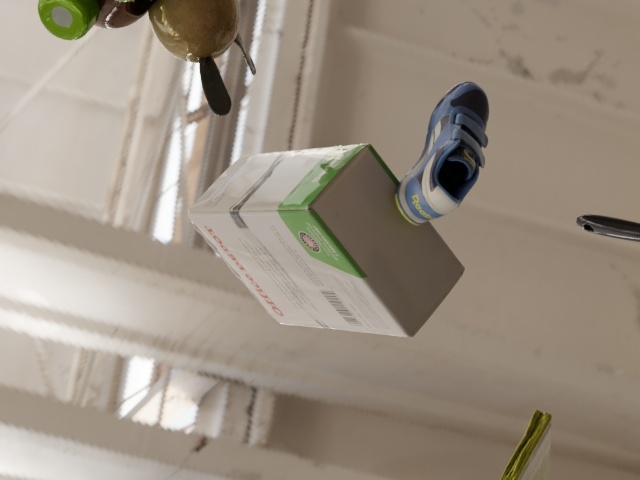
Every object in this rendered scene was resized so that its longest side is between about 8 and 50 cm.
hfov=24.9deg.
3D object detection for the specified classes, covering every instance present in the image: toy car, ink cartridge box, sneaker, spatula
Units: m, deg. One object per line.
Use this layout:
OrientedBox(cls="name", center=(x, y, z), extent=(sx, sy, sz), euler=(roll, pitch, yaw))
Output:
OrientedBox(cls="toy car", center=(-0.134, -0.206, 1.333), extent=(0.188, 0.149, 0.155), euler=(50, -141, -18))
OrientedBox(cls="ink cartridge box", center=(0.000, 0.000, 1.336), extent=(0.092, 0.219, 0.160), euler=(-49, -65, -22))
OrientedBox(cls="sneaker", center=(0.118, -0.077, 1.249), extent=(0.053, 0.059, 0.144), euler=(36, -116, -24))
OrientedBox(cls="spatula", center=(0.448, -0.006, 1.714), extent=(0.296, 0.084, 0.030), euler=(6, -123, 19))

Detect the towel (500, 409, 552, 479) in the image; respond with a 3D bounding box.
OrientedBox(cls="towel", center=(0.226, 0.278, 1.622), extent=(0.021, 0.237, 0.102), euler=(26, -114, 21))
